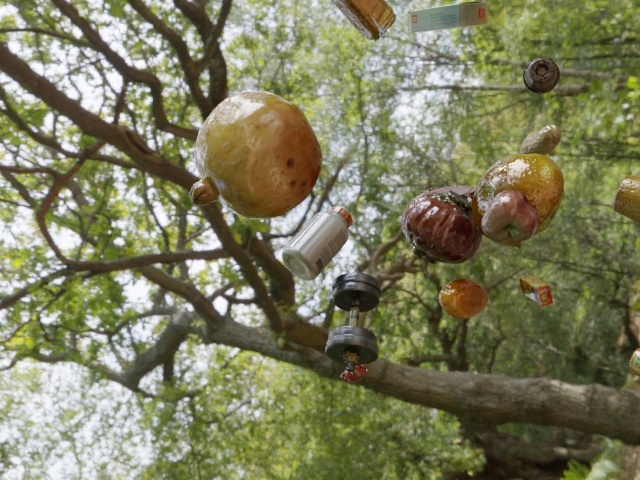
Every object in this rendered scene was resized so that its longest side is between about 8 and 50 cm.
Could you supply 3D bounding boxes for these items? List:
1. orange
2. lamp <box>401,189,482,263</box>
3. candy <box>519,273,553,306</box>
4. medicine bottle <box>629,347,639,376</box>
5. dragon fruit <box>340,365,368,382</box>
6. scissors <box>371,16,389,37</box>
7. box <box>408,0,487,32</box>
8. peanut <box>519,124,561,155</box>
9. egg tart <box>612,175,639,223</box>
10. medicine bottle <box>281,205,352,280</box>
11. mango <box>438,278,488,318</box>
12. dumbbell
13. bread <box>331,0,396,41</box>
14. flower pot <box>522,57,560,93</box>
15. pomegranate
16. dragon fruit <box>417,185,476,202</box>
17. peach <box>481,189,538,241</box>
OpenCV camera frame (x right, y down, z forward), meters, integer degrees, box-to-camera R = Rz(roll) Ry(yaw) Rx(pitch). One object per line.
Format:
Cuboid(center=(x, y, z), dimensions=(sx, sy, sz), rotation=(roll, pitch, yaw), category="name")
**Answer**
Cuboid(center=(0.592, -0.135, 1.777), dimensions=(0.334, 0.196, 0.262), rotation=(138, 150, -74), category="orange")
Cuboid(center=(0.439, -0.046, 2.050), dimensions=(0.257, 0.303, 0.303), rotation=(-59, -22, 17), category="lamp")
Cuboid(center=(0.648, 0.149, 1.711), dimensions=(0.122, 0.038, 0.062), rotation=(-120, 10, -74), category="candy")
Cuboid(center=(1.134, 0.431, 1.870), dimensions=(0.096, 0.192, 0.096), rotation=(-10, -73, -33), category="medicine bottle")
Cuboid(center=(0.139, 0.526, 2.247), dimensions=(0.112, 0.068, 0.126), rotation=(-35, -9, -1), category="dragon fruit")
Cuboid(center=(0.181, -0.660, 1.758), dimensions=(0.036, 0.083, 0.006), rotation=(-28, -12, -27), category="scissors")
Cuboid(center=(0.444, -0.787, 2.007), dimensions=(0.135, 0.269, 0.079), rotation=(-16, -69, -28), category="box")
Cuboid(center=(0.847, -0.378, 2.192), dimensions=(0.226, 0.095, 0.108), rotation=(132, 136, -76), category="peanut")
Cuboid(center=(1.301, -0.167, 2.306), dimensions=(0.215, 0.171, 0.215), rotation=(-34, -45, -41), category="egg tart")
Cuboid(center=(0.000, 0.000, 2.078), dimensions=(0.288, 0.157, 0.157), rotation=(-48, -40, -29), category="medicine bottle")
Cuboid(center=(0.519, 0.206, 2.006), dimensions=(0.217, 0.102, 0.141), rotation=(10, -120, -35), category="mango")
Cuboid(center=(0.119, 0.275, 1.992), dimensions=(0.185, 0.185, 0.388), rotation=(63, -152, -50), category="dumbbell")
Cuboid(center=(0.136, -0.792, 1.923), dimensions=(0.107, 0.241, 0.136), rotation=(-47, 10, -6), category="bread")
Cuboid(center=(0.678, -0.513, 1.737), dimensions=(0.089, 0.111, 0.111), rotation=(-10, -73, -72), category="flower pot")
Cuboid(center=(-0.204, -0.228, 1.647), dimensions=(0.410, 0.410, 0.410), rotation=(-29, -56, -57), category="pomegranate")
Cuboid(center=(0.583, -0.095, 2.563), dimensions=(0.314, 0.296, 0.262), rotation=(-51, -46, -71), category="dragon fruit")
Cuboid(center=(0.529, -0.067, 1.581), dimensions=(0.152, 0.152, 0.152), rotation=(-29, -56, -57), category="peach")
